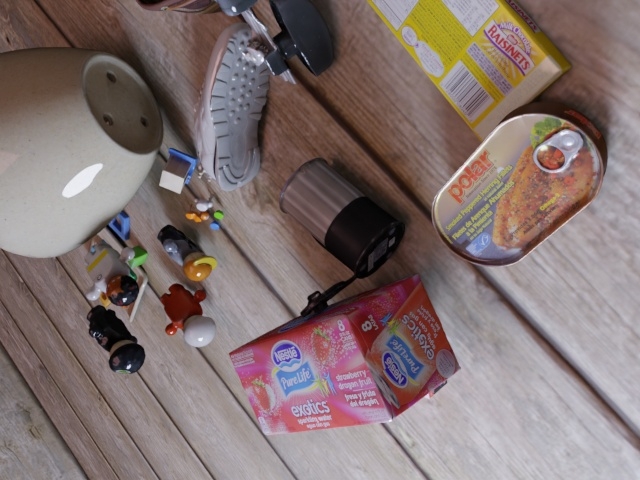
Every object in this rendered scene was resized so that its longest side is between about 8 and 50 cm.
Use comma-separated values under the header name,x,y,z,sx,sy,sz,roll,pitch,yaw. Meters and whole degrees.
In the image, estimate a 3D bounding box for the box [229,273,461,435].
name,x,y,z,sx,sy,sz,roll,pitch,yaw
box,0.019,0.143,0.751,0.256,0.128,0.123,-27,87,50

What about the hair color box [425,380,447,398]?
name,x,y,z,sx,sy,sz,roll,pitch,yaw
hair color box,0.090,0.145,0.808,0.141,0.043,0.072,8,115,44

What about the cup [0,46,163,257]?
name,x,y,z,sx,sy,sz,roll,pitch,yaw
cup,-0.389,-0.166,0.978,0.236,0.331,0.331,-20,97,24

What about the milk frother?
name,x,y,z,sx,sy,sz,roll,pitch,yaw
milk frother,0.000,0.000,0.746,0.134,0.143,0.129,41,140,24

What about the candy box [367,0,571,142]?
name,x,y,z,sx,sy,sz,roll,pitch,yaw
candy box,0.126,-0.201,0.582,0.206,0.027,0.105,54,138,9

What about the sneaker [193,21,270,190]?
name,x,y,z,sx,sy,sz,roll,pitch,yaw
sneaker,-0.131,-0.180,0.833,0.095,0.090,0.235,46,138,33

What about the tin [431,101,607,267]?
name,x,y,z,sx,sy,sz,roll,pitch,yaw
tin,0.180,-0.048,0.587,0.106,0.040,0.190,37,139,0

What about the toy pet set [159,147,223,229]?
name,x,y,z,sx,sy,sz,roll,pitch,yaw
toy pet set,-0.190,-0.094,0.981,0.114,0.065,0.122,23,141,-8

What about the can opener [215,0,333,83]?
name,x,y,z,sx,sy,sz,roll,pitch,yaw
can opener,-0.081,-0.273,0.635,0.074,0.093,0.280,52,-179,43

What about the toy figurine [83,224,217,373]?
name,x,y,z,sx,sy,sz,roll,pitch,yaw
toy figurine,-0.281,0.097,1.053,0.148,0.213,0.210,42,133,40

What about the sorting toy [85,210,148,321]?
name,x,y,z,sx,sy,sz,roll,pitch,yaw
sorting toy,-0.453,0.068,1.349,0.196,0.047,0.348,50,140,14

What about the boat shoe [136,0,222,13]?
name,x,y,z,sx,sy,sz,roll,pitch,yaw
boat shoe,-0.102,-0.338,0.673,0.342,0.123,0.123,-11,103,50
